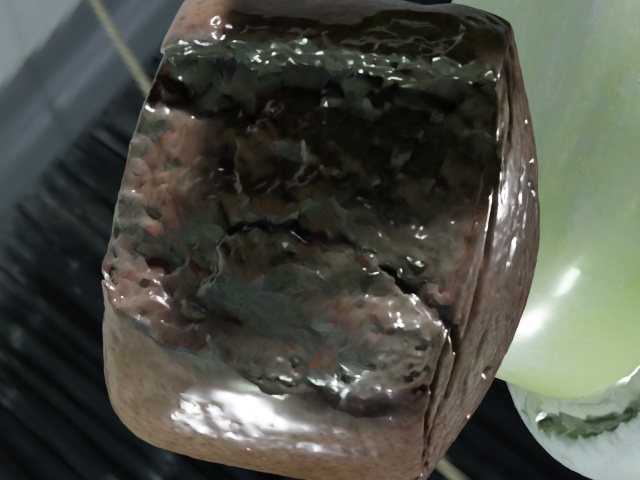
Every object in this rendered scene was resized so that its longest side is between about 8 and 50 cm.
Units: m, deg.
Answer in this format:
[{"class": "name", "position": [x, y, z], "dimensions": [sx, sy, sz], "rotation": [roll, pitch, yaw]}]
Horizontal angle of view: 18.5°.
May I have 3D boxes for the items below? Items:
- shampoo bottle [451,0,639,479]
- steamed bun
[{"class": "shampoo bottle", "position": [0.216, -0.024, 0.957], "dimensions": [0.317, 0.322, 0.322], "rotation": [23, 101, -18]}, {"class": "steamed bun", "position": [0.000, 0.000, 0.682], "dimensions": [0.106, 0.145, 0.175], "rotation": [-15, 115, -68]}]
